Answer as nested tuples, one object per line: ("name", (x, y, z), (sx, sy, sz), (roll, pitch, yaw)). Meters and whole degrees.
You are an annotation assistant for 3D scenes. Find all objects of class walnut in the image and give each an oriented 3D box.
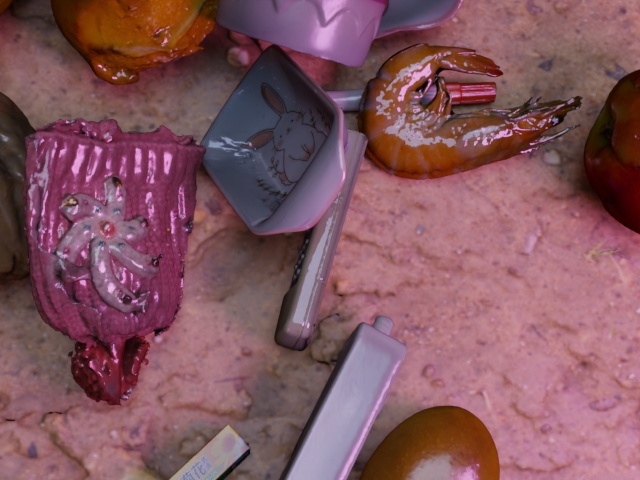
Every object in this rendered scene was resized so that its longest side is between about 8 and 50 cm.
("walnut", (-0.364, -0.059, 1.060), (0.198, 0.198, 0.245), (-32, 81, -13))

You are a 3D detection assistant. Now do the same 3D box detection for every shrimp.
("shrimp", (0.163, -0.143, 1.182), (0.248, 0.068, 0.150), (-3, 102, -4))

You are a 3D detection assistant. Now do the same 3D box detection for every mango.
("mango", (-0.174, -0.345, 1.160), (0.199, 0.201, 0.350), (24, 63, -26))
("mango", (0.097, 0.271, 1.065), (0.136, 0.099, 0.227), (26, 82, -5))

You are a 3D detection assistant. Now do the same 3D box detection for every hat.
("hat", (-0.199, 0.025, 1.058), (0.107, 0.236, 0.286), (9, 97, 38))

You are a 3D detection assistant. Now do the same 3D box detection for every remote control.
("remote control", (0.000, 0.000, 1.123), (0.038, 0.098, 0.233), (19, 74, -5))

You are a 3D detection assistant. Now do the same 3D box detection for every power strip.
("power strip", (-0.013, 0.245, 1.061), (0.062, 0.091, 0.385), (28, 74, 1))

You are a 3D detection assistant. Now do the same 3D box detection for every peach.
("peach", (0.383, -0.083, 1.139), (0.197, 0.197, 0.197), (1, 75, -5))

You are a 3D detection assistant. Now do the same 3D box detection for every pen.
("pen", (0.082, -0.161, 1.212), (0.239, 0.028, 0.028), (-4, 75, -6))

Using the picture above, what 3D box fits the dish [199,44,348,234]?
("dish", (-0.031, -0.089, 1.102), (0.064, 0.234, 0.154), (27, 106, -37))

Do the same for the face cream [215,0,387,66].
("face cream", (-0.007, -0.295, 1.111), (0.175, 0.175, 0.195), (17, 100, -1))

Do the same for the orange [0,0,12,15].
("orange", (-0.424, -0.340, 1.098), (0.279, 0.235, 0.279), (-11, 108, -37))

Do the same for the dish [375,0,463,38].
("dish", (0.078, -0.339, 1.218), (0.229, 0.081, 0.229), (2, 98, 13))

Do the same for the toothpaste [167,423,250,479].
("toothpaste", (-0.145, 0.258, 1.068), (0.178, 0.043, 0.037), (-42, 81, -14))
